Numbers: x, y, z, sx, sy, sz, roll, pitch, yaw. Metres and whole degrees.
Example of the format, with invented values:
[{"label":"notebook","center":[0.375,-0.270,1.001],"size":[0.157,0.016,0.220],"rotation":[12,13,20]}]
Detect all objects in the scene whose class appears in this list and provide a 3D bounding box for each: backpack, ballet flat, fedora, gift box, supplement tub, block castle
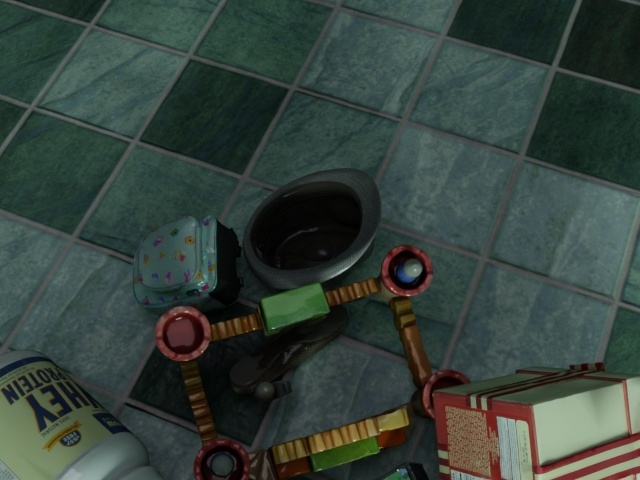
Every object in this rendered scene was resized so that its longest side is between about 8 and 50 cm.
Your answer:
[{"label":"backpack","center":[-0.251,0.052,1.568],"size":[0.188,0.144,0.165],"rotation":[-22,60,28]},{"label":"ballet flat","center":[-0.053,0.194,1.549],"size":[0.250,0.058,0.084],"rotation":[-35,49,-22]},{"label":"fedora","center":[0.000,0.000,1.597],"size":[0.276,0.124,0.243],"rotation":[-20,52,13]},{"label":"gift box","center":[0.350,0.323,1.272],"size":[0.258,0.276,0.255],"rotation":[-6,94,-32]},{"label":"supplement tub","center":[-0.419,0.350,1.364],"size":[0.325,0.235,0.235],"rotation":[35,67,20]},{"label":"block castle","center":[-0.009,0.207,1.390],"size":[0.453,0.213,0.303],"rotation":[-15,78,-12]}]

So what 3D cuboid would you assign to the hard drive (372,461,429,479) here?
[{"label":"hard drive","center":[0.115,0.529,1.281],"size":[0.237,0.064,0.339],"rotation":[-36,61,17]}]
